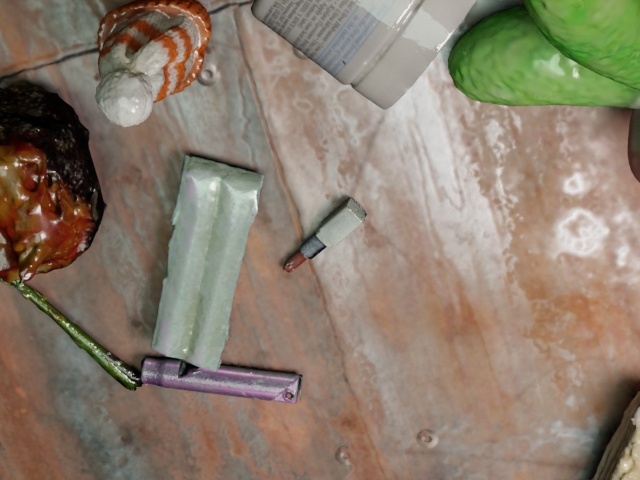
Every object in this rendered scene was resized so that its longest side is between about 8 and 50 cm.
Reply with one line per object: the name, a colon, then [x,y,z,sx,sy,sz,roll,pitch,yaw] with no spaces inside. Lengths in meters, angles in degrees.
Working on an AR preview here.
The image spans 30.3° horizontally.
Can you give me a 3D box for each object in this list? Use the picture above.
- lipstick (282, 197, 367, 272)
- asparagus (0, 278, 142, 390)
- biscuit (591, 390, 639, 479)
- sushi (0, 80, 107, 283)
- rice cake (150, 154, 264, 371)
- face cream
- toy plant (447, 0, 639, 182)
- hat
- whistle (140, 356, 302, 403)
lipstick: [0.000,0.000,1.206,0.025,0.025,0.107,44,114,-13]
asparagus: [-0.280,0.084,1.271,0.233,0.023,0.022,43,65,-12]
biscuit: [0.328,0.349,1.276,0.144,0.078,0.426,17,117,-1]
sushi: [-0.385,-0.050,1.140,0.343,0.182,0.196,-6,105,5]
rice cake: [-0.119,0.027,1.220,0.085,0.040,0.226,13,113,-1]
face cream: [0.046,-0.227,1.025,0.153,0.177,0.177,36,111,-9]
toy plant: [0.306,-0.155,0.988,0.356,0.317,0.210,25,81,-4]
hat: [-0.163,-0.160,1.082,0.112,0.162,0.093,-9,114,13]
whistle: [-0.108,0.150,1.275,0.176,0.033,0.033,7,113,2]
